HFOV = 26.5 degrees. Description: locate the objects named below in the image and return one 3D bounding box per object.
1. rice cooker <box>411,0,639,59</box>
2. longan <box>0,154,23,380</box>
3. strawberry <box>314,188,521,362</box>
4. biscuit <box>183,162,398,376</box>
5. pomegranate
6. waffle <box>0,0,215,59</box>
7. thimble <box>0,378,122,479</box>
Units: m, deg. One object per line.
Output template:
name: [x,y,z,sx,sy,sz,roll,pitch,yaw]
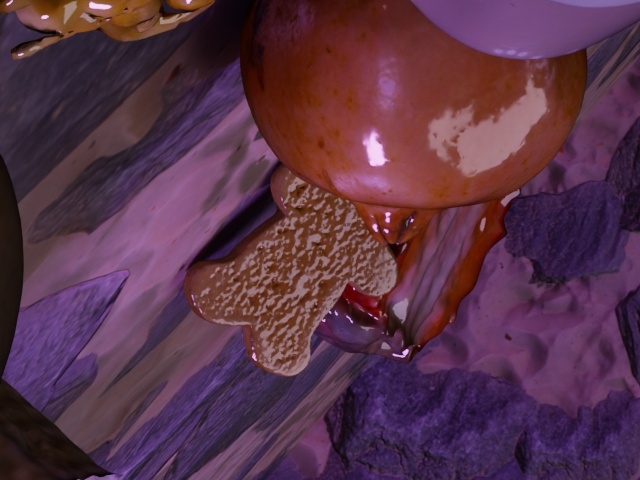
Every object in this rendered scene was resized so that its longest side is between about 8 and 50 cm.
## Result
rice cooker: [0.112,-0.158,0.549,0.206,0.145,0.127,-35,177,-33]
longan: [-0.173,0.024,0.405,0.187,0.167,0.167,-60,171,-11]
strawberry: [0.089,-0.047,1.343,0.336,0.149,0.265,-61,154,2]
biscuit: [-0.001,0.000,1.157,0.240,0.158,0.035,-45,-149,-11]
pomegranate: [0.056,-0.110,0.802,0.209,0.209,0.209,-48,169,-12]
waffle: [0.020,-0.234,0.535,0.382,0.095,0.379,-35,164,-47]
thimble: [-0.243,0.172,0.675,0.271,0.150,0.271,-48,169,-13]
